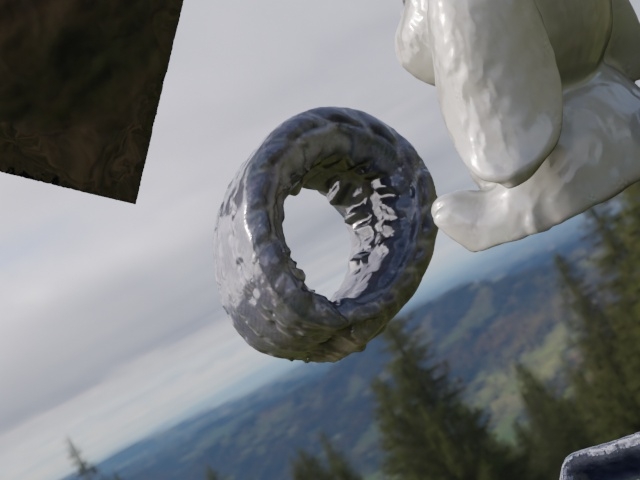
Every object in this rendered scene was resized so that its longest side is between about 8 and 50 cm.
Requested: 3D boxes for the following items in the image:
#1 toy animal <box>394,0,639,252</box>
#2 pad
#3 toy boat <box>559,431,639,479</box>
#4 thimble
[{"bbox_3d":[0.170,-0.157,1.018,0.206,0.265,0.272,-19,7,46],"label":"toy animal"},{"bbox_3d":[-0.285,-0.246,1.436,0.248,0.367,0.007,13,5,-4],"label":"pad"},{"bbox_3d":[0.206,0.251,0.717,0.078,0.283,0.127,11,-26,-39],"label":"toy boat"},{"bbox_3d":[0.000,0.000,1.253,0.205,0.236,0.172,5,-21,-20],"label":"thimble"}]
